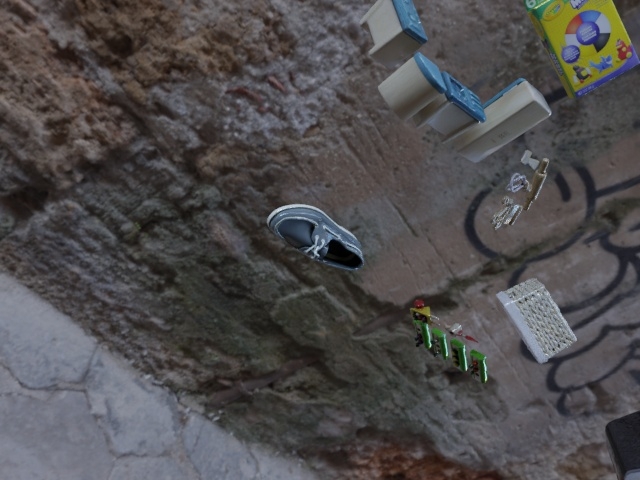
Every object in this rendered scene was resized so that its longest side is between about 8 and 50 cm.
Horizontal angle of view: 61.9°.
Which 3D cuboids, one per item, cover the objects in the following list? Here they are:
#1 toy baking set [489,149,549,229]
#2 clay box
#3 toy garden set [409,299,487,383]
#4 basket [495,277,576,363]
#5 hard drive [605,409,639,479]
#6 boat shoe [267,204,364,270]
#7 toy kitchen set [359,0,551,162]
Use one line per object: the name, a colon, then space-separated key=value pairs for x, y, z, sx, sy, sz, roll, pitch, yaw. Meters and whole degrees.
toy baking set: x=0.507 y=-0.124 z=1.337 sx=0.197 sy=0.256 sz=0.030 roll=-28 pitch=52 yaw=-37
clay box: x=0.495 y=-0.402 z=1.021 sx=0.222 sy=0.128 sz=0.053 roll=57 pitch=13 yaw=-11
toy garden set: x=0.354 y=0.291 z=1.527 sx=0.244 sy=0.049 sz=0.203 roll=27 pitch=-35 yaw=43
basket: x=0.507 y=0.183 z=1.258 sx=0.167 sy=0.103 sz=0.113 roll=57 pitch=11 yaw=-3
hard drive: x=0.424 y=0.198 z=0.534 sx=0.054 sy=0.255 sz=0.172 roll=67 pitch=21 yaw=4
boat shoe: x=0.000 y=0.000 z=1.403 sx=0.320 sy=0.116 sz=0.099 roll=25 pitch=27 yaw=-42
toy kitchen set: x=0.175 y=-0.228 z=0.701 sx=0.207 sy=0.122 sz=0.166 roll=17 pitch=51 yaw=-42
